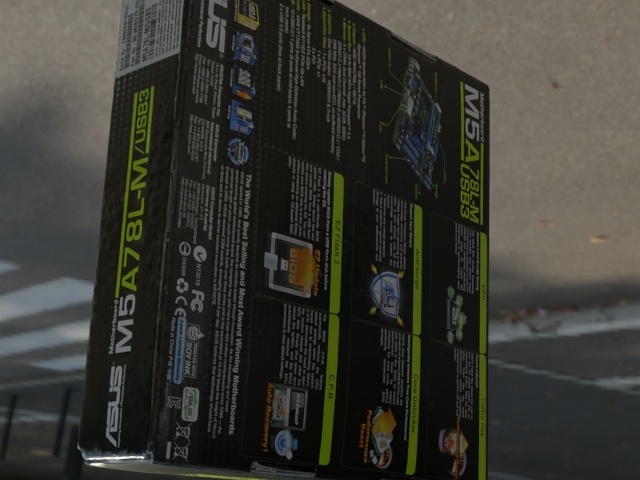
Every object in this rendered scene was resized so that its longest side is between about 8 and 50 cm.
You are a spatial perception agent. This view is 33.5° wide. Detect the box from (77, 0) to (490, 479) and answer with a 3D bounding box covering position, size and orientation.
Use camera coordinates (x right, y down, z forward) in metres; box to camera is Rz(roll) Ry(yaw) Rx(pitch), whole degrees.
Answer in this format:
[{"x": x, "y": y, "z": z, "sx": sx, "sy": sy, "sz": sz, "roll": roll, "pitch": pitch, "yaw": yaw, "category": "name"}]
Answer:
[{"x": 0.000, "y": 0.000, "z": 0.419, "sx": 0.045, "sy": 0.191, "sz": 0.184, "roll": -11, "pitch": 161, "yaw": 40, "category": "box"}]
